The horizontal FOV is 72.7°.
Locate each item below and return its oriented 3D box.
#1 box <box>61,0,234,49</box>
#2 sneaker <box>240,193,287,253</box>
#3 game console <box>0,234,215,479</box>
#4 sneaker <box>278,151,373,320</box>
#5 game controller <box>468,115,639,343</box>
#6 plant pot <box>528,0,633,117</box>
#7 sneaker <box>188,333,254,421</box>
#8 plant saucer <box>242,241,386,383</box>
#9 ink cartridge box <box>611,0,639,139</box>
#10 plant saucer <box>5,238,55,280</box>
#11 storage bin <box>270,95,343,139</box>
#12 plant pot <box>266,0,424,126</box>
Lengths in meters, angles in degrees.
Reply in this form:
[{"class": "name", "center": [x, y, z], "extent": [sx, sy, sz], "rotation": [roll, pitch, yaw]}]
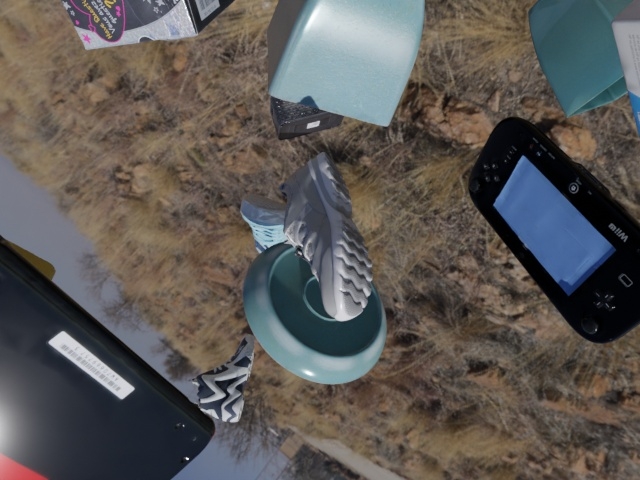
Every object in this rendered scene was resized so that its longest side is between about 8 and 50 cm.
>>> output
[{"class": "box", "center": [-0.182, -0.339, 0.488], "extent": [0.142, 0.247, 0.163], "rotation": [0, 132, 13]}, {"class": "sneaker", "center": [-0.116, -0.023, 1.105], "extent": [0.135, 0.150, 0.366], "rotation": [19, -177, 13]}, {"class": "game console", "center": [-0.349, 0.211, 0.441], "extent": [0.060, 0.342, 0.386], "rotation": [30, 158, 56]}, {"class": "sneaker", "center": [0.000, 0.000, 0.667], "extent": [0.105, 0.115, 0.281], "rotation": [42, -151, -47]}, {"class": "game controller", "center": [0.316, -0.024, 0.592], "extent": [0.166, 0.067, 0.319], "rotation": [89, 160, -53]}, {"class": "plant pot", "center": [0.528, -0.398, 0.838], "extent": [0.234, 0.165, 0.166], "rotation": [64, 157, 10]}, {"class": "sneaker", "center": [-0.264, 0.348, 1.151], "extent": [0.153, 0.235, 0.094], "rotation": [11, 148, -3]}, {"class": "plant saucer", "center": [0.005, 0.119, 0.859], "extent": [0.317, 0.317, 0.044], "rotation": [39, 133, 2]}, {"class": "ink cartridge box", "center": [0.419, -0.162, 0.355], "extent": [0.171, 0.168, 0.233], "rotation": [47, -178, -33]}, {"class": "plant saucer", "center": [-0.578, 0.111, 0.567], "extent": [0.081, 0.333, 0.333], "rotation": [34, 166, 30]}, {"class": "storage bin", "center": [-0.034, -0.338, 1.135], "extent": [0.122, 0.180, 0.084], "rotation": [133, 121, -80]}, {"class": "plant pot", "center": [0.052, -0.409, 0.797], "extent": [0.247, 0.248, 0.252], "rotation": [9, 140, -18]}]
